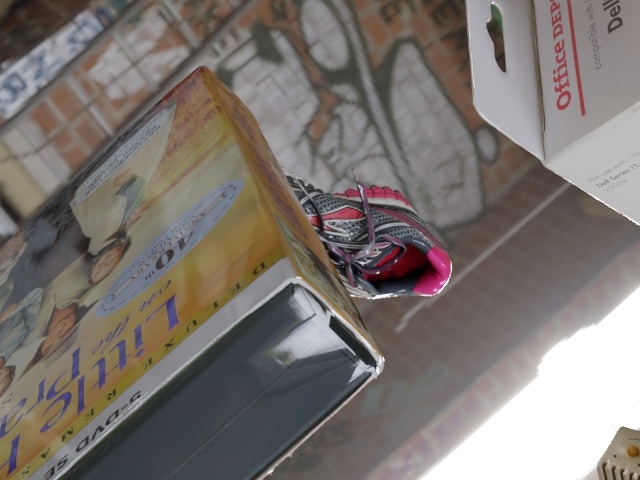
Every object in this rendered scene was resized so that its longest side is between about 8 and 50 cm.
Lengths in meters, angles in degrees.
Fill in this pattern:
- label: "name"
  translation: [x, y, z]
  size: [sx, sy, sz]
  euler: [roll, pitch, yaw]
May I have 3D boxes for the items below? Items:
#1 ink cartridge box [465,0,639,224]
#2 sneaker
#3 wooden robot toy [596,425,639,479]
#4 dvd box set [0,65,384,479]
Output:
- label: "ink cartridge box"
  translation: [0.274, -0.122, 1.006]
  size: [0.353, 0.119, 0.207]
  euler: [26, 48, -32]
- label: "sneaker"
  translation: [0.000, 0.000, 1.272]
  size: [0.112, 0.299, 0.121]
  euler: [47, -51, 45]
- label: "wooden robot toy"
  translation: [0.195, 0.146, 0.573]
  size: [0.173, 0.079, 0.076]
  euler: [29, -33, 25]
- label: "dvd box set"
  translation: [-0.138, 0.064, 0.699]
  size: [0.062, 0.307, 0.420]
  euler: [46, 6, -20]
